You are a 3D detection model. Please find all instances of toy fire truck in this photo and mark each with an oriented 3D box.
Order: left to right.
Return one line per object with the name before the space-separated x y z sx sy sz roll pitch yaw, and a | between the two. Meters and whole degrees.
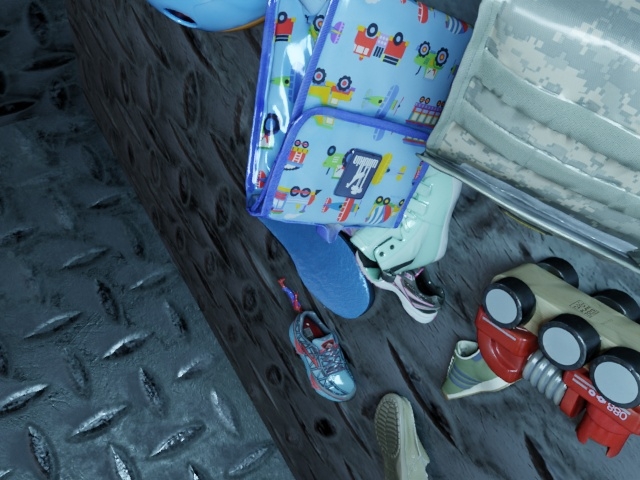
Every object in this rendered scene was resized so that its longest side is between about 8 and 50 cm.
toy fire truck | 0.306 0.169 0.661 0.217 0.159 0.246 38 134 42

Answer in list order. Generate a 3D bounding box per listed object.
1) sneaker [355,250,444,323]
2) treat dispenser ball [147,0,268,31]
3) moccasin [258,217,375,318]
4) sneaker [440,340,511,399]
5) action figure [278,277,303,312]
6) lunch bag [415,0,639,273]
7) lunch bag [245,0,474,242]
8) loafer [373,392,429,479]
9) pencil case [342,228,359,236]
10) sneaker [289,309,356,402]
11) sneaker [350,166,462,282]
sneaker | 0.146 0.056 0.923 0.178 0.072 0.077 40 142 9
treat dispenser ball | -0.147 -0.442 0.743 0.288 0.288 0.288 44 148 36
moccasin | 0.000 0.000 1.066 0.341 0.138 0.117 55 -162 16
sneaker | 0.248 0.205 0.878 0.086 0.064 0.192 66 156 13
action figure | -0.077 0.155 1.480 0.115 0.030 0.038 62 161 -8
lunch bag | 0.223 -0.092 0.459 0.235 0.168 0.287 30 158 10
lunch bag | 0.033 -0.139 0.645 0.138 0.221 0.292 34 116 47
loafer | 0.189 0.468 1.204 0.102 0.092 0.268 6 103 59
pencil case | 0.053 -0.061 0.959 0.206 0.088 0.086 39 141 43
sneaker | 0.004 0.293 1.369 0.261 0.104 0.125 52 150 22
sneaker | 0.117 -0.047 0.776 0.094 0.151 0.255 39 144 45
